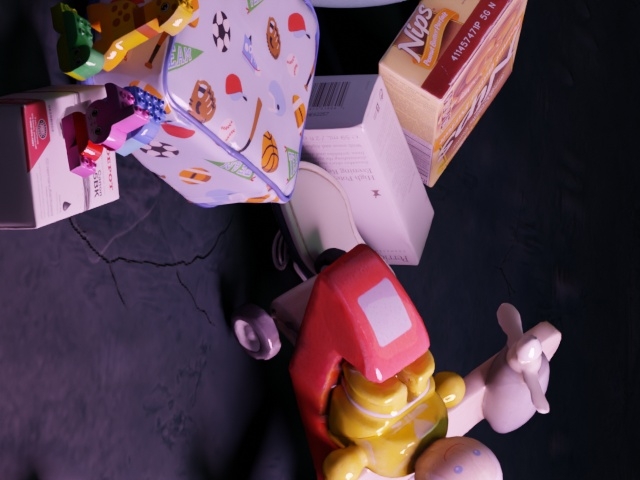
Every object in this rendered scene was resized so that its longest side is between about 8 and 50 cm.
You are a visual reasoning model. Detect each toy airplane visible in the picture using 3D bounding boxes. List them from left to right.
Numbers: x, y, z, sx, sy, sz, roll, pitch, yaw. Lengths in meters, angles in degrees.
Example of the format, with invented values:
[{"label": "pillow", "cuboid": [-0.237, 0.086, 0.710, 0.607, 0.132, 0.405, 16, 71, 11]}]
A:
[{"label": "toy airplane", "cuboid": [0.071, 0.222, 1.926, 0.384, 0.272, 0.386, 22, 94, -49]}]

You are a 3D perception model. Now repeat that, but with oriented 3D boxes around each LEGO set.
[{"label": "LEGO set", "cuboid": [-0.152, -0.159, 1.514, 0.087, 0.093, 0.227, 26, 45, -53]}]

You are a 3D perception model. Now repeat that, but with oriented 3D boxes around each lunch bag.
[{"label": "lunch bag", "cuboid": [-0.102, -0.175, 1.729, 0.303, 0.115, 0.243, 43, 49, -60]}]

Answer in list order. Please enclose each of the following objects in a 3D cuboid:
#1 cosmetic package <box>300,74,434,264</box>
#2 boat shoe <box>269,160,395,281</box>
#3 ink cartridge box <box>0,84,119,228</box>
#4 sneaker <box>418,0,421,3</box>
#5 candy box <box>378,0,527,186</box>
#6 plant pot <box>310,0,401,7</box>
[{"label": "cosmetic package", "cuboid": [0.034, -0.073, 2.055, 0.231, 0.117, 0.085, 65, 34, -44]}, {"label": "boat shoe", "cuboid": [0.000, 0.000, 2.013, 0.095, 0.079, 0.254, -61, 141, -16]}, {"label": "ink cartridge box", "cuboid": [-0.218, -0.068, 1.517, 0.135, 0.056, 0.099, -28, 115, -64]}, {"label": "sneaker", "cuboid": [0.163, -0.286, 2.350, 0.319, 0.127, 0.208, 9, 81, -67]}, {"label": "candy box", "cuboid": [0.145, -0.195, 2.143, 0.183, 0.087, 0.316, -54, 170, -11]}, {"label": "plant pot", "cuboid": [0.076, -0.359, 1.935, 0.290, 0.195, 0.290, -54, 155, -40]}]
